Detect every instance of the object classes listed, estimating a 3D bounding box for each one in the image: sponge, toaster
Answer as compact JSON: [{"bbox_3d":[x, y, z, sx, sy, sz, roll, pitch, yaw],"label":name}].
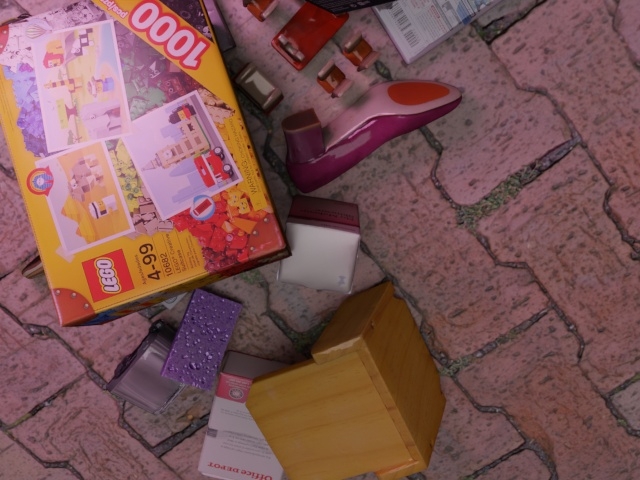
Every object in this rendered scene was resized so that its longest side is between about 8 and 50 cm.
[{"bbox_3d":[-0.268,0.223,1.334,0.117,0.031,0.210,25,74,-20],"label":"sponge"},{"bbox_3d":[-0.379,0.296,1.380,0.146,0.129,0.227,38,102,-14],"label":"toaster"}]

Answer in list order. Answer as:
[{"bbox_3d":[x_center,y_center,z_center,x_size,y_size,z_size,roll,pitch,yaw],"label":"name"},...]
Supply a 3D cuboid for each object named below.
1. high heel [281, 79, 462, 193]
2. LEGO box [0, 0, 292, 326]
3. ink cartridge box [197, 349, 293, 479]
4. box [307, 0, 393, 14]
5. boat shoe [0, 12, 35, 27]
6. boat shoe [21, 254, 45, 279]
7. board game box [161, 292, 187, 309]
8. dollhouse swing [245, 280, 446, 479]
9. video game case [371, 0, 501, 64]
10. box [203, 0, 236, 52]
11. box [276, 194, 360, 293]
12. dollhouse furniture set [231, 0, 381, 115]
[{"bbox_3d":[0.108,-0.216,1.229,0.377,0.127,0.181,-11,137,1],"label":"high heel"},{"bbox_3d":[-0.305,-0.149,1.017,0.373,0.193,0.500,-20,83,-2],"label":"LEGO box"},{"bbox_3d":[-0.163,0.434,1.421,0.207,0.117,0.283,15,107,-3],"label":"ink cartridge box"},{"bbox_3d":[-0.006,-0.587,0.921,0.313,0.179,0.343,8,93,-42],"label":"box"},{"bbox_3d":[-0.662,-0.382,1.193,0.228,0.068,0.081,-32,104,11],"label":"boat shoe"},{"bbox_3d":[-0.587,0.046,1.338,0.190,0.068,0.072,-28,118,11],"label":"boat shoe"},{"bbox_3d":[-0.369,-0.048,1.289,0.336,0.079,0.254,42,104,-12],"label":"board game box"},{"bbox_3d":[0.061,0.337,1.339,0.305,0.315,0.346,-18,108,31],"label":"dollhouse swing"},{"bbox_3d":[0.206,-0.562,1.124,0.300,0.036,0.329,-33,103,12],"label":"video game case"},{"bbox_3d":[-0.298,-0.456,1.164,0.183,0.056,0.231,-21,107,9],"label":"box"},{"bbox_3d":[0.000,0.000,1.212,0.149,0.232,0.126,9,108,-1],"label":"box"},{"bbox_3d":[-0.057,-0.378,1.166,0.262,0.135,0.259,43,93,-12],"label":"dollhouse furniture set"}]
